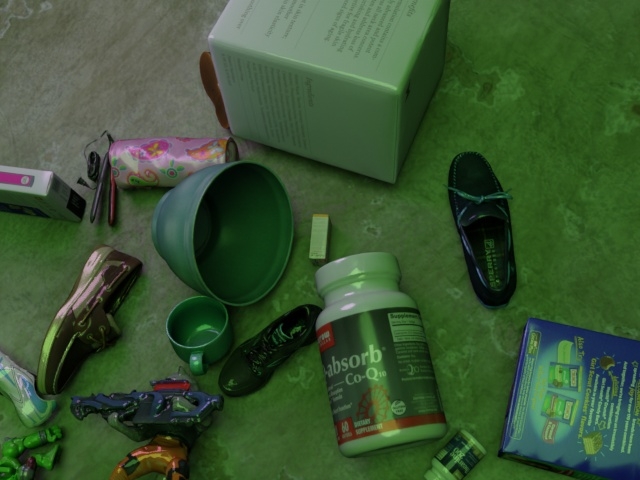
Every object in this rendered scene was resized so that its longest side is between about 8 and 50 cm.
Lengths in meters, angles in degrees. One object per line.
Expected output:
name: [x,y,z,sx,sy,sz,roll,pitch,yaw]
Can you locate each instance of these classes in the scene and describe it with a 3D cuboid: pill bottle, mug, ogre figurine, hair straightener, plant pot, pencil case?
pill bottle: [0.105,0.222,1.600,0.210,0.210,0.362,-13,71,4]
mug: [-0.252,0.203,1.698,0.130,0.097,0.157,21,56,23]
ogre figurine: [-0.603,0.474,1.681,0.118,0.097,0.197,7,85,-2]
hair straightener: [-0.507,-0.147,1.871,0.089,0.047,0.230,6,71,-19]
pill bottle: [0.257,0.428,1.589,0.120,0.067,0.067,-44,72,-7]
plant pot: [-0.223,-0.023,1.707,0.196,0.293,0.293,7,72,38]
pencil case: [-0.325,-0.170,1.836,0.284,0.124,0.124,-1,73,9]

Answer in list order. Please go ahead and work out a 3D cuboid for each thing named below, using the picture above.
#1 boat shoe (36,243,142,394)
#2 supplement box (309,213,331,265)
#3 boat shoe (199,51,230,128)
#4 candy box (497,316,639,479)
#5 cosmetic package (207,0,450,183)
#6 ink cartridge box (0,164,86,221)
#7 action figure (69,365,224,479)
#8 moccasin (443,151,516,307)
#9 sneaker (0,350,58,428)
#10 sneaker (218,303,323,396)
boat shoe: [-0.481,0.176,1.744,0.123,0.123,0.342,19,65,7]
supplement box: [0.000,0.000,1.761,0.036,0.062,0.098,2,72,8]
boat shoe: [-0.218,-0.345,1.902,0.073,0.073,0.206,-10,71,-35]
candy box: [0.521,0.316,1.559,0.317,0.122,0.268,12,74,13]
cosmetic package: [0.029,-0.379,1.710,0.394,0.327,0.329,19,64,13]
ink cartridge box: [-0.733,-0.115,1.839,0.371,0.175,0.069,5,73,10]
action figure: [-0.343,0.402,1.629,0.342,0.178,0.330,2,51,24]
moccasin: [0.348,-0.037,1.695,0.138,0.117,0.341,-15,71,3]
sneaker: [-0.648,0.298,1.757,0.086,0.085,0.237,-34,65,-31]
sneaker: [-0.108,0.215,1.688,0.267,0.106,0.101,-41,73,-4]
